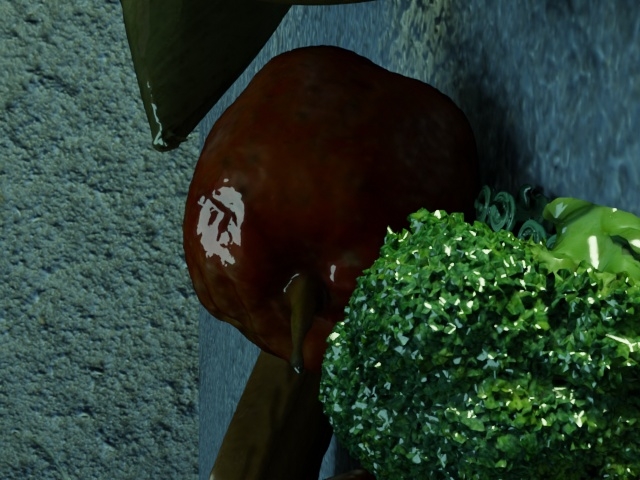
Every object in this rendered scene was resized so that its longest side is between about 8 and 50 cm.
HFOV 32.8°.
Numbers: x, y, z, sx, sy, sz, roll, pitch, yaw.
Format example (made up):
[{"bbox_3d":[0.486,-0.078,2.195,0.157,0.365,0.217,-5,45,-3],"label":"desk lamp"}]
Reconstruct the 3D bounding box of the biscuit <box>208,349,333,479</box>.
[{"bbox_3d":[-0.045,0.239,1.017,0.349,0.078,0.455,-67,-10,-60],"label":"biscuit"}]

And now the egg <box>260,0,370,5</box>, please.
[{"bbox_3d":[-0.006,-0.256,0.518,0.351,0.283,0.282,21,115,46],"label":"egg"}]

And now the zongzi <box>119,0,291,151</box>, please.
[{"bbox_3d":[-0.041,-0.376,0.712,0.466,0.218,0.499,-90,6,-48],"label":"zongzi"}]

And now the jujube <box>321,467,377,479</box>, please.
[{"bbox_3d":[0.046,0.277,0.695,0.190,0.190,0.255,116,132,-66],"label":"jujube"}]

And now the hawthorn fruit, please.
[{"bbox_3d":[0.000,0.000,0.681,0.243,0.208,0.207,-72,-10,-57],"label":"hawthorn fruit"}]

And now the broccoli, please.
[{"bbox_3d":[0.092,0.057,0.428,0.156,0.195,0.195,-56,4,-15],"label":"broccoli"}]

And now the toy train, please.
[{"bbox_3d":[0.116,0.013,0.592,0.148,0.038,0.070,-120,31,-68],"label":"toy train"}]
